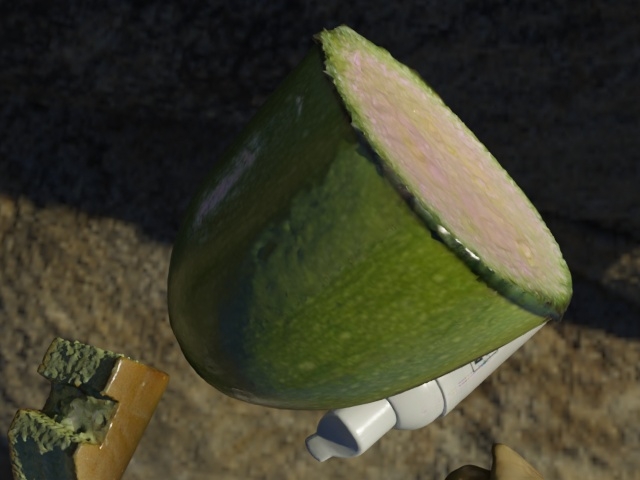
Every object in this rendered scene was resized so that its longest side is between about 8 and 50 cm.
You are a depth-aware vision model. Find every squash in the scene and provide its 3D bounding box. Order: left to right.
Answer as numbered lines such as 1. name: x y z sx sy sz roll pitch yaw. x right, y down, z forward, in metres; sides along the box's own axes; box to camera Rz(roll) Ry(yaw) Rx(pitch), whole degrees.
1. squash: 0.000 0.030 1.251 0.309 0.310 0.310 -41 128 18

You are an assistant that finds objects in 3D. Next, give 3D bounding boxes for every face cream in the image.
1. face cream: 0.137 0.165 1.969 0.145 0.369 0.145 38 152 24

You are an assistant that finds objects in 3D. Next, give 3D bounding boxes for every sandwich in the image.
1. sandwich: -0.292 0.241 1.774 0.122 0.236 0.128 17 170 31

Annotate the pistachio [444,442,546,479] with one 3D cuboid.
1. pistachio: 0.154 0.294 1.047 0.162 0.293 0.181 -29 169 -7
